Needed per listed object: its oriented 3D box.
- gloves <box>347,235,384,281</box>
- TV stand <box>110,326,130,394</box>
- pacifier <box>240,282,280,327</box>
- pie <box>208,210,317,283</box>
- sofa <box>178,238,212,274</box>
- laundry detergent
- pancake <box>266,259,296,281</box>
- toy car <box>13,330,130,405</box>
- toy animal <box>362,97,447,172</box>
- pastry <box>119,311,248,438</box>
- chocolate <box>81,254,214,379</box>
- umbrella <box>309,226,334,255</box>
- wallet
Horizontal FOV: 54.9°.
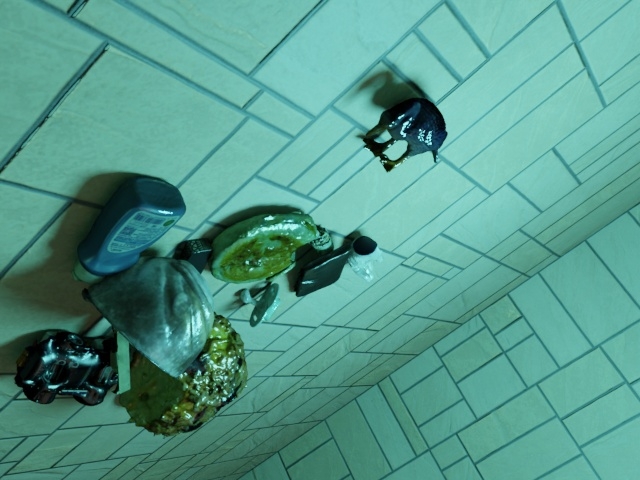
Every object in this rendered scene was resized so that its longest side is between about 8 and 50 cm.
[{"bbox_3d":[0.142,0.053,1.904,0.119,0.097,0.229,-22,148,-4],"label":"gloves"},{"bbox_3d":[-0.517,0.281,1.580,0.036,0.042,0.249,-18,119,-48],"label":"TV stand"},{"bbox_3d":[-0.186,0.179,1.829,0.117,0.127,0.150,31,103,-20],"label":"pacifier"},{"bbox_3d":[-0.152,0.019,1.585,0.303,0.066,0.302,-21,155,-11],"label":"pie"},{"bbox_3d":[-0.311,0.046,1.513,0.060,0.039,0.118,-7,146,-35],"label":"sofa"},{"bbox_3d":[-0.411,-0.010,1.270,0.290,0.094,0.143,-39,158,26],"label":"laundry detergent"},{"bbox_3d":[-0.112,0.084,1.745,0.108,0.017,0.108,-29,-167,7],"label":"pancake"},{"bbox_3d":[-0.636,0.319,1.590,0.193,0.118,0.301,-54,145,6],"label":"toy car"},{"bbox_3d":[0.206,-0.245,1.414,0.298,0.122,0.185,1,141,-47],"label":"toy animal"},{"bbox_3d":[-0.369,0.384,1.780,0.337,0.292,0.405,-9,140,-54],"label":"pastry"},{"bbox_3d":[-0.361,0.142,1.409,0.213,0.303,0.303,-46,156,-13],"label":"chocolate"},{"bbox_3d":[0.000,0.000,1.722,0.067,0.062,0.143,-3,160,18],"label":"umbrella"},{"bbox_3d":[0.004,0.100,1.855,0.165,0.042,0.309,-26,166,-15],"label":"wallet"}]
